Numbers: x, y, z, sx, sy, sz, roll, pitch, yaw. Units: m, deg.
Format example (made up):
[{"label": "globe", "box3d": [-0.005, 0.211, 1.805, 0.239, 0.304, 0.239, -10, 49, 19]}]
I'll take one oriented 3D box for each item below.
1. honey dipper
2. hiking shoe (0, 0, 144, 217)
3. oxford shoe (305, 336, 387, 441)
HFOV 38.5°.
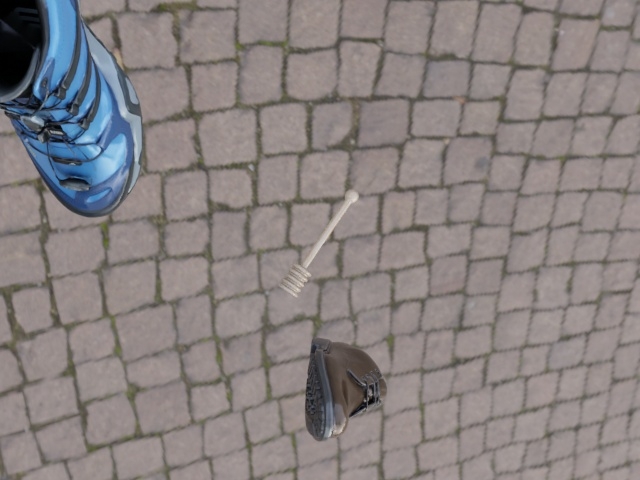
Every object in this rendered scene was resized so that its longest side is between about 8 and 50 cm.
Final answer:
[{"label": "honey dipper", "box3d": [0.000, 0.000, 1.202, 0.030, 0.030, 0.161, 37, 82, -35]}, {"label": "hiking shoe", "box3d": [-0.216, -0.122, 0.677, 0.113, 0.132, 0.304, 3, 132, 12]}, {"label": "oxford shoe", "box3d": [0.030, 0.164, 1.045, 0.096, 0.227, 0.083, 7, 104, 2]}]
